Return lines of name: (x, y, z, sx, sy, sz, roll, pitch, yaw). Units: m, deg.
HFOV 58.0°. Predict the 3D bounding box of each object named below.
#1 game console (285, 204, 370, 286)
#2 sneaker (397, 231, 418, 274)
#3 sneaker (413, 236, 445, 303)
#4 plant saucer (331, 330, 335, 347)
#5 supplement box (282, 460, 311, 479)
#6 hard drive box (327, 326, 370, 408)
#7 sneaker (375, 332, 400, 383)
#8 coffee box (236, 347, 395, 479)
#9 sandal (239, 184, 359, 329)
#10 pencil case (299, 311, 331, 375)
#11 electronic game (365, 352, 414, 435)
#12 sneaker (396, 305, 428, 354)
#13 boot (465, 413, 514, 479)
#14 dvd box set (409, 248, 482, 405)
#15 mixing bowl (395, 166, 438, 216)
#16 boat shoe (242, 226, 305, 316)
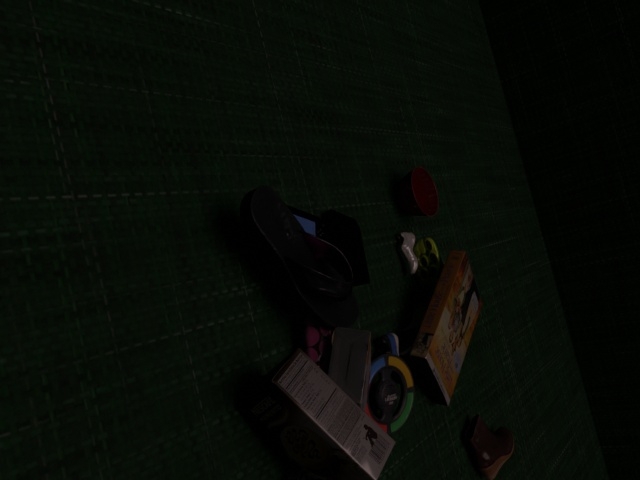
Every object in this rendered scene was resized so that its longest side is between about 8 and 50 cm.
game console: (0.000, 0.000, 1.581, 0.361, 0.044, 0.213, 18, 53, -44)
sneaker: (0.290, 0.043, 1.959, 0.061, 0.053, 0.152, 8, 67, -34)
sneaker: (0.401, 0.114, 2.031, 0.123, 0.109, 0.296, -51, 126, -50)
plant saucer: (0.051, 0.280, 1.583, 0.083, 0.015, 0.083, 22, 61, -46)
supplement box: (0.001, 0.589, 1.346, 0.188, 0.080, 0.104, 55, 40, -23)
hard drive box: (0.071, 0.348, 1.432, 0.232, 0.089, 0.181, 83, 16, -57)
sneaker: (0.204, 0.356, 1.716, 0.084, 0.058, 0.152, -2, 82, -49)
coffee box: (-0.011, 0.400, 1.252, 0.297, 0.168, 0.119, 44, 41, 0)
sandal: (-0.018, 0.054, 1.358, 0.446, 0.107, 0.168, 51, 38, -30)
pencil case: (-0.016, 0.240, 1.454, 0.095, 0.098, 0.209, 7, 63, -3)
electronic game: (0.184, 0.434, 1.629, 0.229, 0.048, 0.229, 3, 85, -40)
sneaker: (0.306, 0.301, 1.850, 0.237, 0.085, 0.086, -40, 116, -48)
boot: (0.608, 0.702, 2.071, 0.248, 0.090, 0.207, -42, 112, -46)
dvd box set: (0.424, 0.285, 1.903, 0.420, 0.062, 0.308, -61, 140, -32)
mixing bowl: (0.329, -0.160, 2.039, 0.181, 0.098, 0.182, 25, 57, -45)
boat shoe: (-0.095, 0.061, 1.418, 0.258, 0.089, 0.109, 59, 39, -18)
